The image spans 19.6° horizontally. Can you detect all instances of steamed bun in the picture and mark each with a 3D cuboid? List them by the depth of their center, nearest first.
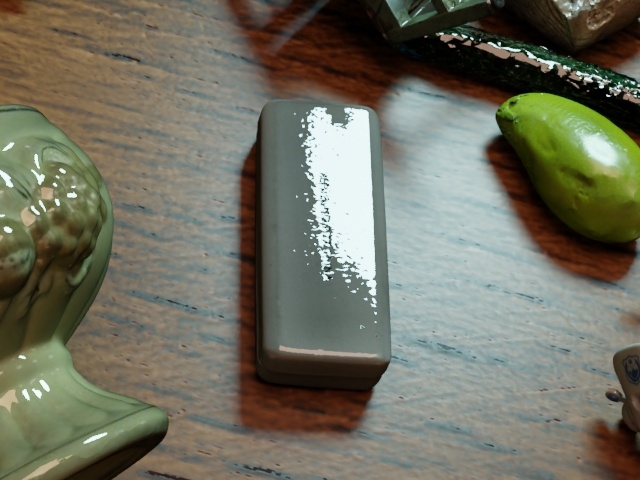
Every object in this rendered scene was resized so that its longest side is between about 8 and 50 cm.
[{"bbox_3d":[0.221,-0.258,1.650,0.145,0.106,0.175,-25,69,-25],"label":"steamed bun"}]

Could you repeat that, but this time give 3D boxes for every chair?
[{"bbox_3d":[0.063,-0.255,1.584,0.136,0.270,0.147,-45,111,-34],"label":"chair"}]

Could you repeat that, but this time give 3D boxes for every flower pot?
[{"bbox_3d":[-0.244,0.076,1.238,0.307,0.307,0.244,-29,83,-26],"label":"flower pot"}]

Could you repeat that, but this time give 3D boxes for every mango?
[{"bbox_3d":[0.214,-0.067,1.546,0.091,0.074,0.165,-38,72,-27],"label":"mango"}]

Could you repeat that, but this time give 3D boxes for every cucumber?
[{"bbox_3d":[0.183,-0.149,1.611,0.256,0.043,0.044,17,58,0],"label":"cucumber"}]

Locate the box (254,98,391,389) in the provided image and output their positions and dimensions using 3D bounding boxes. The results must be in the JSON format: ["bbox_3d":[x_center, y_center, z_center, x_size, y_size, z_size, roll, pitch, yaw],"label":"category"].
[{"bbox_3d":[0.000,0.000,1.469,0.103,0.055,0.244,4,58,-9],"label":"box"}]

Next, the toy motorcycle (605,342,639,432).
[{"bbox_3d":[0.309,0.093,1.458,0.150,0.102,0.221,35,58,-14],"label":"toy motorcycle"}]
